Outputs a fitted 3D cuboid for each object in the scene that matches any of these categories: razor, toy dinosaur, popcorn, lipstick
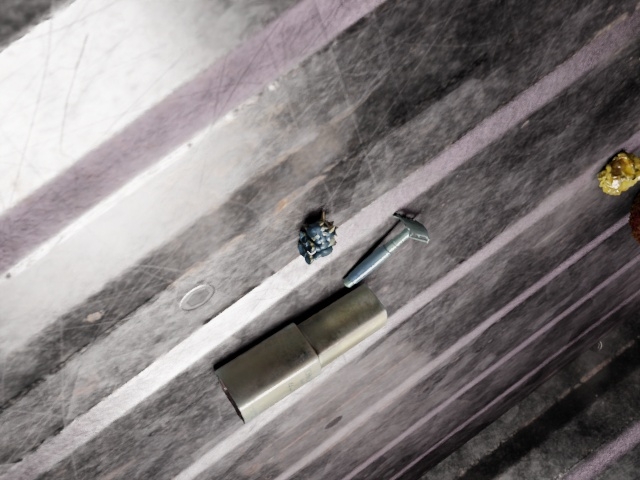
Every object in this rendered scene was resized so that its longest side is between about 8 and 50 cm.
[{"bbox_3d":[0.083,0.020,1.165,0.135,0.040,0.068,-40,154,21],"label":"razor"},{"bbox_3d":[0.000,0.000,1.022,0.047,0.030,0.083,-25,152,-20],"label":"toy dinosaur"},{"bbox_3d":[0.530,-0.117,1.480,0.083,0.057,0.082,-8,148,-51],"label":"popcorn"},{"bbox_3d":[-0.023,0.157,1.197,0.253,0.077,0.079,-31,154,-13],"label":"lipstick"}]

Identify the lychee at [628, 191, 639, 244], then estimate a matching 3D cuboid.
[{"bbox_3d":[0.730,-0.050,1.719,0.188,0.188,0.188,-30,153,-17],"label":"lychee"}]
